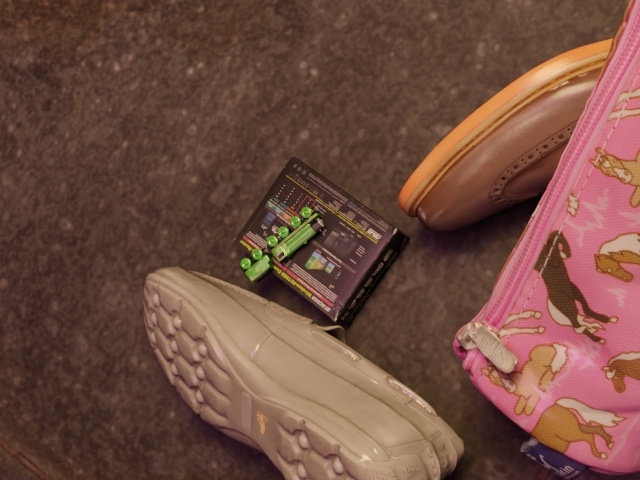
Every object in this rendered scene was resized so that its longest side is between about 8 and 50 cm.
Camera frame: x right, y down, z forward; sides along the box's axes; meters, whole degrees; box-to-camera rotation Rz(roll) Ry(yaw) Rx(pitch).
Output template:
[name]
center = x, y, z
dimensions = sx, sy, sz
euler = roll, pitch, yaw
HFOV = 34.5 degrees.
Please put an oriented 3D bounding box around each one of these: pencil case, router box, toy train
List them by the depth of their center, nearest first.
[pencil case]
center = 0.220, -0.036, 0.633
dimensions = 0.160, 0.167, 0.386
euler = 37, 123, 25
[toy train]
center = -0.031, 0.004, 0.847
dimensions = 0.083, 0.017, 0.024
euler = -39, 77, 11
[router box]
center = 0.000, 0.000, 0.866
dimensions = 0.122, 0.038, 0.092
euler = 37, 93, 25

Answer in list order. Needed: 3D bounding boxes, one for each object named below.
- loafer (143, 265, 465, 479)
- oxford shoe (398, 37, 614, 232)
[loafer]
center = -0.027, 0.110, 0.825
dimensions = 0.319, 0.111, 0.112
euler = 35, 130, 35
[oxford shoe]
center = 0.230, -0.076, 0.744
dimensions = 0.363, 0.130, 0.133
euler = -27, 78, 16
